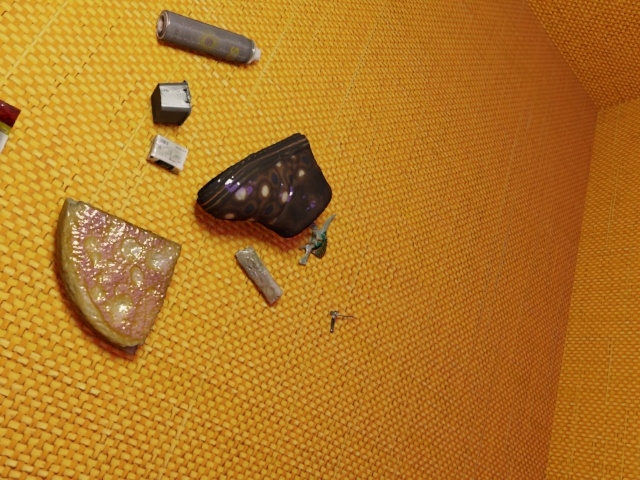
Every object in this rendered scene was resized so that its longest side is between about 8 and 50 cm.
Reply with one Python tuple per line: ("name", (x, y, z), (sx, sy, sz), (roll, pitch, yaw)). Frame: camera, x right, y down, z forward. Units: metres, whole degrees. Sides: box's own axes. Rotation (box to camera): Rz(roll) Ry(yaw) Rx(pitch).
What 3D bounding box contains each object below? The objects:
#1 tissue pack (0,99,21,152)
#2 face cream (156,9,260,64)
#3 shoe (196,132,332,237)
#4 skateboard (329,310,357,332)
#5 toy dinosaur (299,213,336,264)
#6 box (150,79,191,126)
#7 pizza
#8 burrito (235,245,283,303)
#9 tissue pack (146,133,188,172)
("tissue pack", (-0.656, -0.226, 1.000), (0.148, 0.099, 0.106), (27, 65, -34))
("face cream", (-0.277, -0.514, 1.393), (0.283, 0.073, 0.073), (3, 81, -41))
("shoe", (-0.126, -0.111, 1.387), (0.384, 0.171, 0.237), (-39, 104, -46))
("skateboard", (0.065, 0.239, 1.586), (0.083, 0.032, 0.064), (9, 87, -37))
("toy dinosaur", (-0.003, 0.000, 1.566), (0.187, 0.044, 0.106), (-31, 117, -52))
("box", (-0.353, -0.321, 1.270), (0.069, 0.122, 0.084), (-7, 86, -29))
("pizza", (-0.454, 0.077, 1.131), (0.268, 0.087, 0.258), (30, 68, -32))
("burrito", (-0.158, 0.088, 1.408), (0.051, 0.042, 0.171), (-35, 102, -8))
("tissue pack", (-0.363, -0.205, 1.285), (0.083, 0.042, 0.062), (24, 66, -35))
